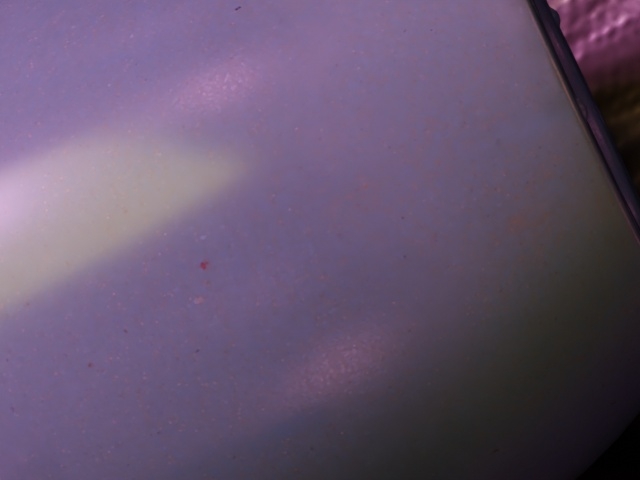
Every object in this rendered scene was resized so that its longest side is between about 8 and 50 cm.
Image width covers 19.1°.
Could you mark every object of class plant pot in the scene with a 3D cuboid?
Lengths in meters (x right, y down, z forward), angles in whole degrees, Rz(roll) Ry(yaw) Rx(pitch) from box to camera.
[{"bbox_3d":[0.000,0.000,0.732,0.235,0.293,0.293,-25,53,10],"label":"plant pot"}]
